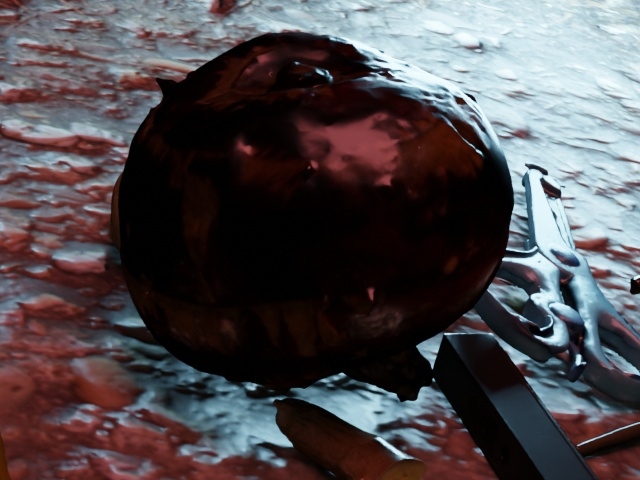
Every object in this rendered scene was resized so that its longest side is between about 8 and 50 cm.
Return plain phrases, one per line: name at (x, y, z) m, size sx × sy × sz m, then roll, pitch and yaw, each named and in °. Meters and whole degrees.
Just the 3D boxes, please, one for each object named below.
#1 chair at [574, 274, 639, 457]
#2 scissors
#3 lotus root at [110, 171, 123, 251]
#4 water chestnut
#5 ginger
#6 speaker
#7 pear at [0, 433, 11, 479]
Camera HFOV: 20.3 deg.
chair at (0.343, 0.105, 1.302) m, size 0.272 × 0.188 × 0.166 m, roll -12°, pitch 39°, yaw -37°
scissors at (0.195, 0.022, 1.513) m, size 0.180 × 0.032 × 0.393 m, roll 30°, pitch 22°, yaw -11°
lotus root at (-0.128, -0.016, 1.394) m, size 0.073 × 0.062 × 0.150 m, roll 12°, pitch 34°, yaw -18°
water chestnut at (0.000, 0.000, 1.260) m, size 0.300 × 0.300 × 0.300 m, roll 13°, pitch 27°, yaw -7°
ginger at (0.027, 0.146, 1.202) m, size 0.057 × 0.044 × 0.137 m, roll -32°, pitch 50°, yaw -31°
speaker at (0.138, 0.135, 1.282) m, size 0.046 × 0.040 × 0.191 m, roll 1°, pitch 31°, yaw -23°
pear at (-0.280, 0.106, 0.860) m, size 0.285 × 0.285 × 0.336 m, roll 30°, pitch 28°, yaw 24°
